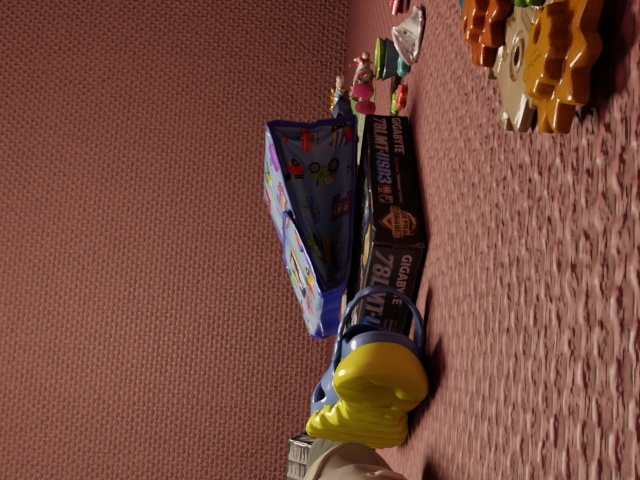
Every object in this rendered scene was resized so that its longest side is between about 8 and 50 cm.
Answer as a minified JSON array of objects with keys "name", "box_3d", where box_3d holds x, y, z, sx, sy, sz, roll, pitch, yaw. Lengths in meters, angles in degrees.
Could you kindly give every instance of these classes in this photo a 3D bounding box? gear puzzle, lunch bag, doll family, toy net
[{"name":"gear puzzle","box_3d":[0.124,-0.171,0.494,0.339,0.044,0.175,-88,3,-50]},{"name":"lunch bag","box_3d":[0.000,0.000,1.087,0.221,0.138,0.293,102,160,-65]},{"name":"doll family","box_3d":[0.047,-0.193,1.288,0.163,0.118,0.263,-87,-11,-61]},{"name":"toy net","box_3d":[0.112,-0.268,1.096,0.232,0.045,0.122,117,158,-85]}]

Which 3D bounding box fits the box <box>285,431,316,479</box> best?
[{"name":"box","box_3d":[-0.005,0.514,1.622,0.147,0.077,0.180,-4,-81,-58]}]

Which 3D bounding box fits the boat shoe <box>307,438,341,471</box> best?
[{"name":"boat shoe","box_3d":[0.039,0.462,1.180,0.118,0.103,0.320,-32,38,27]}]

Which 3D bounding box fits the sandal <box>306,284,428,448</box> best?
[{"name":"sandal","box_3d":[0.060,0.160,0.888,0.317,0.126,0.138,112,167,-57]}]

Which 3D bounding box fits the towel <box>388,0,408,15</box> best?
[{"name":"towel","box_3d":[0.134,-0.516,1.201,0.275,0.031,0.199,-91,6,-47]}]

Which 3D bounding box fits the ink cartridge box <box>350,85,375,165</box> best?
[{"name":"ink cartridge box","box_3d":[0.089,-0.266,1.764,0.235,0.056,0.171,77,-163,-89]}]

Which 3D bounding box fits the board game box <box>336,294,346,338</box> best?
[{"name":"board game box","box_3d":[0.059,0.288,1.480,0.193,0.053,0.305,95,178,-49]}]

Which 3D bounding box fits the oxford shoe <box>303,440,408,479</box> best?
[{"name":"oxford shoe","box_3d":[0.060,0.260,0.586,0.130,0.169,0.449,-42,-2,6]}]

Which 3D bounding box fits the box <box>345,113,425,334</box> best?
[{"name":"box","box_3d":[0.081,0.020,1.050,0.293,0.073,0.295,-89,4,-50]}]
